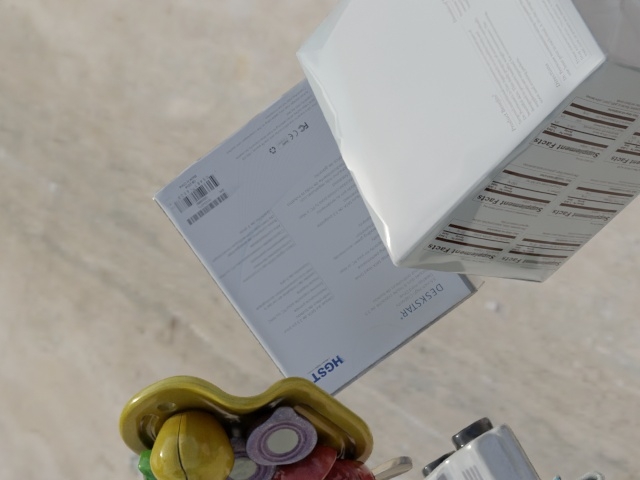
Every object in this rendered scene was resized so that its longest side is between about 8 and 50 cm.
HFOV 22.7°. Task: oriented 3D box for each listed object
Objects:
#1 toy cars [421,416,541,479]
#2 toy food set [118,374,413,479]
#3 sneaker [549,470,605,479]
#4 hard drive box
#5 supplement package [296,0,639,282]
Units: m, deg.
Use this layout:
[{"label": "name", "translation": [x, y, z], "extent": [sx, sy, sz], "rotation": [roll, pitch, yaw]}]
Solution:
[{"label": "toy cars", "translation": [0.159, 0.243, 1.170], "extent": [0.394, 0.087, 0.176], "rotation": [29, 139, 57]}, {"label": "toy food set", "translation": [-0.030, 0.151, 0.967], "extent": [0.128, 0.218, 0.071], "rotation": [-22, 54, 23]}, {"label": "sneaker", "translation": [0.262, 0.320, 1.897], "extent": [0.071, 0.191, 0.082], "rotation": [41, 139, 47]}, {"label": "hard drive box", "translation": [0.000, 0.000, 1.377], "extent": [0.181, 0.089, 0.232], "rotation": [-36, 86, 10]}, {"label": "supplement package", "translation": [0.125, -0.110, 1.053], "extent": [0.203, 0.149, 0.194], "rotation": [-47, 52, 34]}]
